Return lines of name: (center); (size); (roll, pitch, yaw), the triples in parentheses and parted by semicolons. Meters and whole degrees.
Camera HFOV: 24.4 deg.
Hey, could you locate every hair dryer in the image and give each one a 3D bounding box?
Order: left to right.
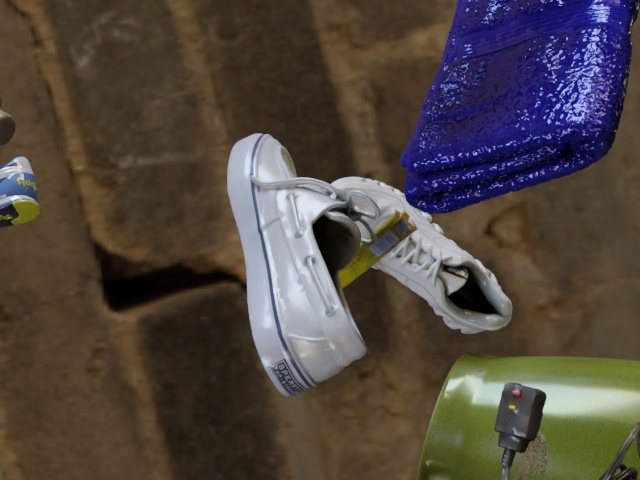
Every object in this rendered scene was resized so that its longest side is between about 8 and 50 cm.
hair dryer: (0.225, 0.281, 1.286); (0.224, 0.080, 0.293); (25, -109, -34)

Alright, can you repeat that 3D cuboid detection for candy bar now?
candy bar: (0.048, 0.021, 1.773); (0.040, 0.161, 0.018); (43, -162, -23)

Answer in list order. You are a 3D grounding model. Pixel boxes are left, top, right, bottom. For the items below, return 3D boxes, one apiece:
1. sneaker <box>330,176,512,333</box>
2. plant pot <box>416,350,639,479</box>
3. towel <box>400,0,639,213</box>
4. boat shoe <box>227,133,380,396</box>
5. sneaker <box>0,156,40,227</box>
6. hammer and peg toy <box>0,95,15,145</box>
sneaker: (0.126, 0.019, 1.869); (0.292, 0.118, 0.110); (34, -89, -12)
plant pot: (0.314, 0.292, 1.833); (0.366, 0.353, 0.366); (14, -90, -72)
towel: (0.197, -0.173, 1.453); (0.076, 0.228, 0.308); (48, -139, -30)
boat shoe: (-0.003, -0.005, 1.625); (0.367, 0.156, 0.136); (-100, -17, -48)
sneaker: (-0.326, -0.041, 1.381); (0.053, 0.144, 0.059); (44, -141, -66)
hammer and peg toy: (-0.454, -0.121, 1.401); (0.266, 0.127, 0.361); (-57, -26, -11)
